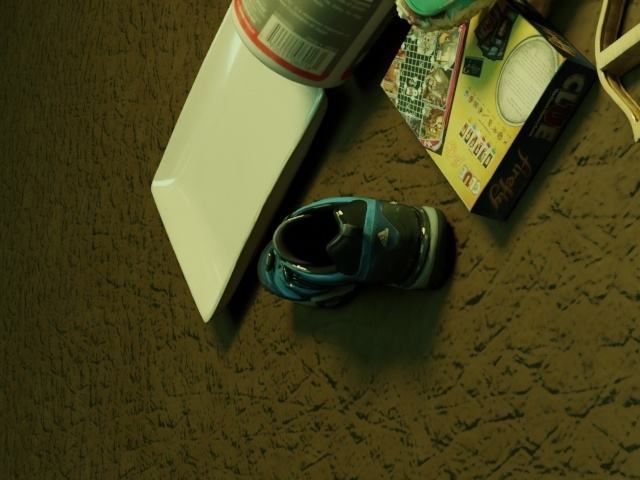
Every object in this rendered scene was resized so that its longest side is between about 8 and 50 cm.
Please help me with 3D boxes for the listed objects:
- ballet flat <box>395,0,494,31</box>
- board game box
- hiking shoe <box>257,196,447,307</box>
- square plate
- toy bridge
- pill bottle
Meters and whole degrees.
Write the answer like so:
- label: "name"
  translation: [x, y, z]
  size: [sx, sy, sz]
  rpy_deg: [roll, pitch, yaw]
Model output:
- label: "ballet flat"
  translation: [0.172, -0.270, 1.070]
  size: [0.241, 0.077, 0.091]
  rpy_deg: [-31, 79, 11]
- label: "board game box"
  translation: [0.150, -0.153, 1.134]
  size: [0.165, 0.042, 0.243]
  rpy_deg: [-60, 33, 25]
- label: "hiking shoe"
  translation: [0.000, 0.000, 1.235]
  size: [0.304, 0.132, 0.113]
  rpy_deg: [-16, 64, 57]
- label: "square plate"
  translation: [-0.109, -0.121, 1.564]
  size: [0.344, 0.049, 0.347]
  rpy_deg: [-63, 32, 23]
- label: "toy bridge"
  translation: [0.253, -0.154, 0.972]
  size: [0.063, 0.026, 0.188]
  rpy_deg: [-37, 47, 52]
- label: "pill bottle"
  translation: [0.035, -0.315, 1.282]
  size: [0.283, 0.161, 0.161]
  rpy_deg: [-51, 38, 37]
